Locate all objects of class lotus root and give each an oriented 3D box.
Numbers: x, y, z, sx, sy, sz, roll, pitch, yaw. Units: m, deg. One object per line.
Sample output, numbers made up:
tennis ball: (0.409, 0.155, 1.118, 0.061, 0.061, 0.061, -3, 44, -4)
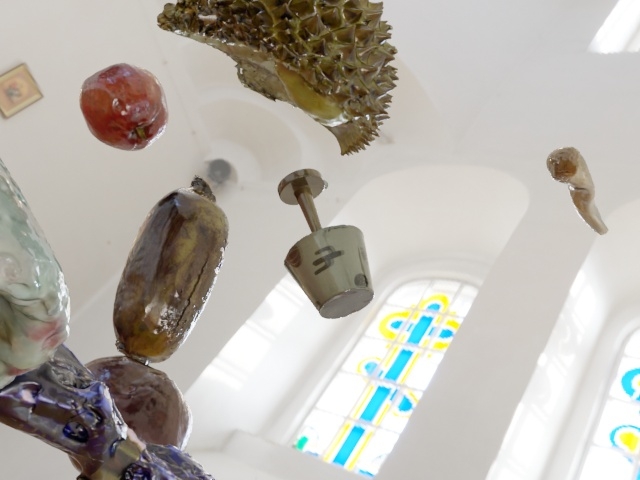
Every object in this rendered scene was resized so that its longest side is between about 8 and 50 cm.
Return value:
lotus root: (-0.294, 0.053, 1.305, 0.179, 0.397, 0.196, 29, -24, -23)

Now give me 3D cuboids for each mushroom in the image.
mushroom: (0.414, -0.072, 1.057, 0.054, 0.059, 0.202, -24, -46, 23)

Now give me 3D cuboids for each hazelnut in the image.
hazelnut: (-0.288, 0.261, 0.969, 0.204, 0.178, 0.178, 38, -38, 12)

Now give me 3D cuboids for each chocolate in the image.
chocolate: (-0.213, 0.195, 0.643, 0.126, 0.148, 0.343, -20, -58, 13)

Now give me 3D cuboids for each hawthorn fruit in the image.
hawthorn fruit: (-0.393, -0.261, 1.366, 0.200, 0.179, 0.179, 53, -32, 26)

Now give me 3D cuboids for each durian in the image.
durian: (-0.022, -0.218, 0.745, 0.306, 0.172, 0.166, 19, -23, -33)

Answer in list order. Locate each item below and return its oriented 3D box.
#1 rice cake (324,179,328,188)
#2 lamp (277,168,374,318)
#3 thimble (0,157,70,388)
rice cake: (-0.005, -0.141, 1.583, 0.022, 0.021, 0.121, 19, 9, -16)
lamp: (0.000, 0.000, 0.940, 0.121, 0.121, 0.214, 118, -42, -51)
thimble: (-0.270, 0.025, 0.425, 0.149, 0.185, 0.211, 54, -15, 23)
